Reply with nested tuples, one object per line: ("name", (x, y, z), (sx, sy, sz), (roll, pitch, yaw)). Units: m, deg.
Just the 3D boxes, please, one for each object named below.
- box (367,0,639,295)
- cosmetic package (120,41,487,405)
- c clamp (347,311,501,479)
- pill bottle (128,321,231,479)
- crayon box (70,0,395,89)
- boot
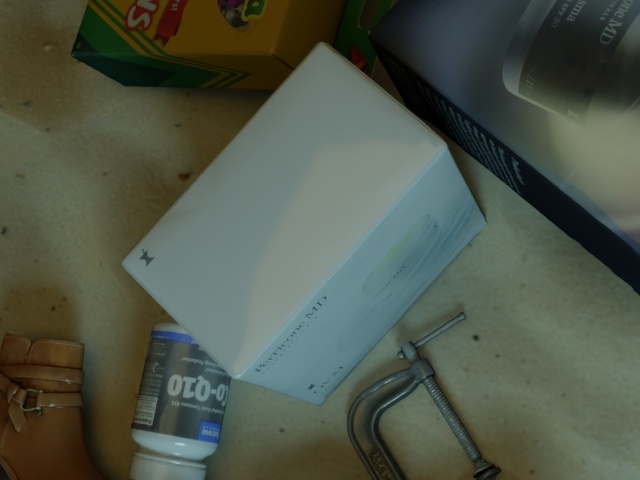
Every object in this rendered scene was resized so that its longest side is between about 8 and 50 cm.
("box", (0.254, -0.157, 0.870), (0.294, 0.183, 0.296), (42, 91, 21))
("cosmetic package", (0.000, 0.000, 0.880), (0.138, 0.225, 0.224), (42, 91, 22))
("c clamp", (0.094, 0.159, 0.919), (0.137, 0.022, 0.160), (-29, 69, 8))
("pill bottle", (-0.122, 0.144, 0.958), (0.078, 0.078, 0.137), (6, 78, 18))
("crayon box", (-0.072, -0.242, 0.986), (0.319, 0.081, 0.202), (7, 77, 39))
("boot", (-0.233, 0.167, 0.991), (0.197, 0.073, 0.152), (11, 75, 16))
